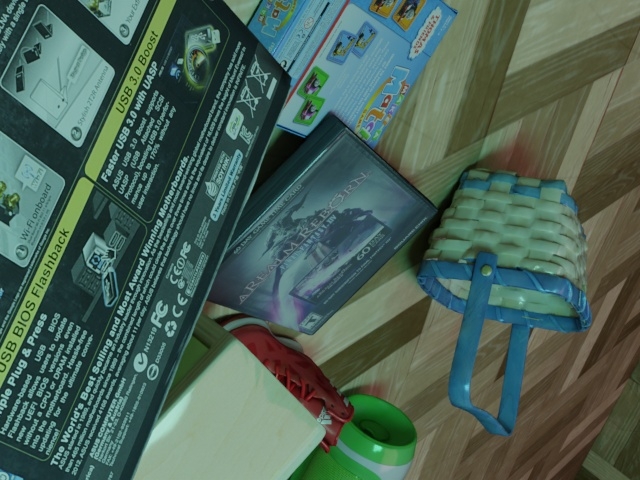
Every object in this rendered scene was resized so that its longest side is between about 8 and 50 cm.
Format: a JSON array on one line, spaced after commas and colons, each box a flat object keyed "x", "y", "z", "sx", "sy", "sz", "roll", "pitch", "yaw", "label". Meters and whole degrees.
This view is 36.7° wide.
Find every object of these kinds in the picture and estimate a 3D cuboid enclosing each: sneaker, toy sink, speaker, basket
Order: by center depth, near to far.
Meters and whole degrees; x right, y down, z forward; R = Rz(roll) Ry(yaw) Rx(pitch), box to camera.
[{"x": -0.136, "y": 0.126, "z": 0.760, "sx": 0.153, "sy": 0.234, "sz": 0.131, "roll": -46, "pitch": 122, "yaw": -11, "label": "toy sink"}, {"x": -0.033, "y": 0.147, "z": 0.970, "sx": 0.087, "sy": 0.128, "sz": 0.221, "roll": -58, "pitch": 153, "yaw": 8, "label": "sneaker"}, {"x": 0.222, "y": 0.080, "z": 1.167, "sx": 0.255, "sy": 0.201, "sz": 0.288, "roll": 46, "pitch": 51, "yaw": -61, "label": "basket"}, {"x": 0.018, "y": 0.352, "z": 1.285, "sx": 0.131, "sy": 0.131, "sz": 0.296, "roll": -8, "pitch": 129, "yaw": -53, "label": "speaker"}]

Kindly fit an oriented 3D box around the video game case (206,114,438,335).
[{"x": 0.000, "y": 0.000, "z": 0.921, "sx": 0.196, "sy": 0.026, "sz": 0.274, "roll": -45, "pitch": 156, "yaw": 7, "label": "video game case"}]

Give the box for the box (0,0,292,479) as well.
[{"x": -0.186, "y": 0.008, "z": 0.361, "sx": 0.318, "sy": 0.097, "sz": 0.394, "roll": 43, "pitch": 59, "yaw": -47, "label": "box"}]

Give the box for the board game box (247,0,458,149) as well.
[{"x": 0.021, "y": -0.158, "z": 0.795, "sx": 0.160, "sy": 0.039, "sz": 0.211, "roll": -58, "pitch": 151, "yaw": 11, "label": "board game box"}]
